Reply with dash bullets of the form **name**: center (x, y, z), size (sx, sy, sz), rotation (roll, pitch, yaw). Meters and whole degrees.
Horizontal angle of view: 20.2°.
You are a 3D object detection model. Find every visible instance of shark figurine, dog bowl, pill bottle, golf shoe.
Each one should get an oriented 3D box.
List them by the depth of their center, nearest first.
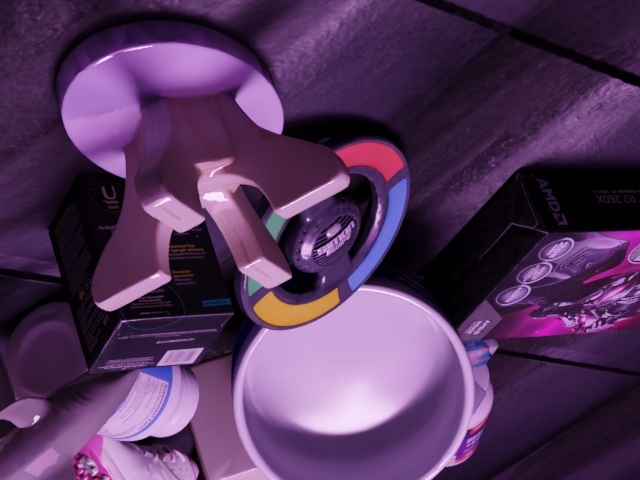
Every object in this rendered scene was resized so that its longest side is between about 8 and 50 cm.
- **shark figurine**: center (-0.284, 0.243, 1.760), size (0.278, 0.116, 0.166), rotation (-48, 163, 21)
- **pill bottle**: center (-0.228, 0.148, 1.931), size (0.124, 0.124, 0.221), rotation (-30, 153, 18)
- **dog bowl**: center (0.033, 0.156, 1.984), size (0.265, 0.265, 0.104), rotation (-22, -162, 2)
- **golf shoe**: center (-0.219, 0.279, 2.107), size (0.140, 0.115, 0.306), rotation (-56, 145, -27)
- **pill bottle**: center (0.169, 0.215, 2.355), size (0.108, 0.108, 0.193), rotation (-15, 154, -11)

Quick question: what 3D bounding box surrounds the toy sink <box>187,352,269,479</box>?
- **toy sink**: center (-0.039, 0.212, 2.155), size (0.234, 0.152, 0.131), rotation (-18, 154, -8)

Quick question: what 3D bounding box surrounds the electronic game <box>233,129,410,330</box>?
- **electronic game**: center (0.004, -0.008, 1.794), size (0.229, 0.048, 0.229), rotation (-31, 142, -28)

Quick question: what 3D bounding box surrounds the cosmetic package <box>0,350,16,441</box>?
- **cosmetic package**: center (-0.422, 0.202, 1.866), size (0.129, 0.153, 0.296), rotation (-8, 152, -29)

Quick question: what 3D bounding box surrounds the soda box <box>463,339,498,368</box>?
- **soda box**: center (0.123, 0.133, 2.218), size (0.183, 0.063, 0.058), rotation (-9, 152, -22)

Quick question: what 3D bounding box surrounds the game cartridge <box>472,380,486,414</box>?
- **game cartridge**: center (0.059, 0.289, 2.233), size (0.230, 0.068, 0.355), rotation (-50, -174, -24)

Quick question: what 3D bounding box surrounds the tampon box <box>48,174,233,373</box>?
- **tampon box**: center (-0.172, 0.029, 1.701), size (0.120, 0.161, 0.101), rotation (-3, 149, -30)

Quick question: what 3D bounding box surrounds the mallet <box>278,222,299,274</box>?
- **mallet**: center (0.000, 0.000, 1.921), size (0.039, 0.062, 0.190), rotation (-36, 165, 31)

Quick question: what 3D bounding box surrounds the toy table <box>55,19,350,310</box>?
- **toy table**: center (-0.112, -0.062, 1.576), size (0.252, 0.161, 0.274), rotation (-33, 152, 24)

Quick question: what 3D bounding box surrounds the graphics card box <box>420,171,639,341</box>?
- **graphics card box**: center (0.329, 0.017, 2.112), size (0.371, 0.094, 0.233), rotation (0, 146, -34)

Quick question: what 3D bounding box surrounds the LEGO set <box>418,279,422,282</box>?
- **LEGO set**: center (0.098, 0.066, 2.117), size (0.083, 0.023, 0.054), rotation (-15, 153, -11)

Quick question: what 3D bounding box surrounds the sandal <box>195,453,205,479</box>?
- **sandal**: center (-0.124, 0.330, 2.369), size (0.086, 0.120, 0.303), rotation (-20, 157, -34)
